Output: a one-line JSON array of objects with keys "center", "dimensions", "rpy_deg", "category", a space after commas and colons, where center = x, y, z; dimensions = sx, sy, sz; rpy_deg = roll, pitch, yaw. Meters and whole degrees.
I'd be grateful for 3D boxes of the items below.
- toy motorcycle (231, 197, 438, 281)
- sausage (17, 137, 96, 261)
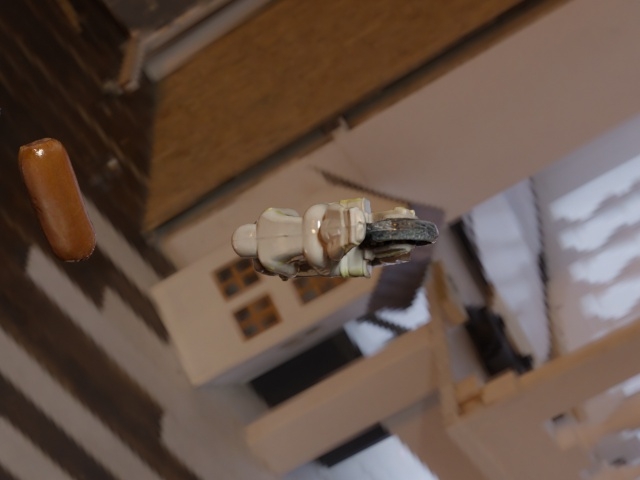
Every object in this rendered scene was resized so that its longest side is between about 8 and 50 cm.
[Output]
[{"center": [0.000, 0.000, 1.823], "dimensions": [0.223, 0.341, 0.107], "rpy_deg": [4, 82, -28], "category": "toy motorcycle"}, {"center": [-0.385, -0.056, 2.002], "dimensions": [0.076, 0.076, 0.197], "rpy_deg": [-83, 160, -64], "category": "sausage"}]
